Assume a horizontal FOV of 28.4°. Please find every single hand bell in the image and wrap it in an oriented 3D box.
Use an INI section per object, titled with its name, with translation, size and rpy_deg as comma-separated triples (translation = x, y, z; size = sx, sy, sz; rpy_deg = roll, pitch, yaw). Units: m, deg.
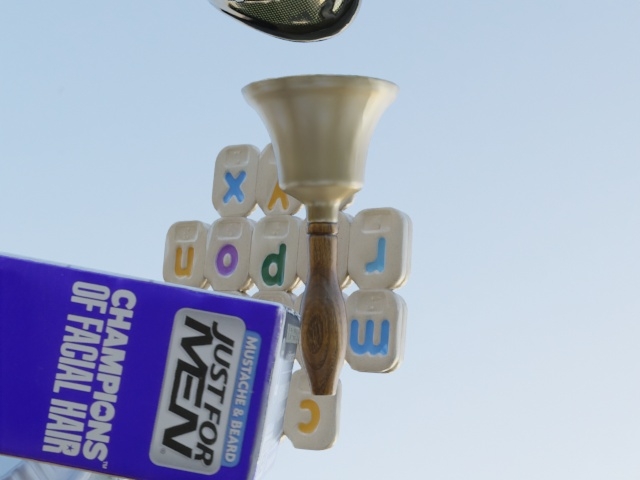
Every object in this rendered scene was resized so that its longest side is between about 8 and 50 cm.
[hand bell]
translation = 0.000, 0.000, 0.992
size = 0.126, 0.242, 0.126
rpy_deg = 0, -4, 0

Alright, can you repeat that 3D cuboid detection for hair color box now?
[hair color box]
translation = -0.187, 0.057, 0.708
size = 0.338, 0.110, 0.185
rpy_deg = 9, -4, 3

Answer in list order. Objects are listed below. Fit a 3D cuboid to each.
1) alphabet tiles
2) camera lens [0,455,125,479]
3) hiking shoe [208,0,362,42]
[alphabet tiles]
translation = -0.039, 0.046, 1.142
size = 0.284, 0.278, 0.021
rpy_deg = -3, -11, 38
[camera lens]
translation = -0.215, 0.282, 0.942
size = 0.219, 0.219, 0.274
rpy_deg = -14, -71, 34
[hiking shoe]
translation = -0.040, -0.144, 0.588
size = 0.086, 0.114, 0.227
rpy_deg = -37, -37, 11
